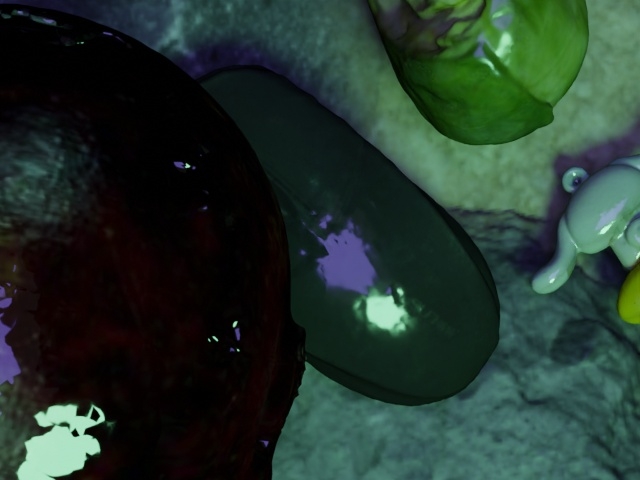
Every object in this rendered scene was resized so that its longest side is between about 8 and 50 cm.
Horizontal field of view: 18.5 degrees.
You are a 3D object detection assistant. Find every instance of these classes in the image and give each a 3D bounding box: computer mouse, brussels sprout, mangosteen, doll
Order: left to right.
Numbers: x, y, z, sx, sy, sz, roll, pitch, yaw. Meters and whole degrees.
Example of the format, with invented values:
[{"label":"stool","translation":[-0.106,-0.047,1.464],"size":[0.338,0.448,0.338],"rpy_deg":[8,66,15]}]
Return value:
[{"label":"mangosteen","translation":[-0.211,0.040,1.095],"size":[0.421,0.381,0.381],"rpy_deg":[28,86,24]},{"label":"computer mouse","translation":[0.000,0.000,1.241],"size":[0.269,0.086,0.137],"rpy_deg":[38,85,-1]},{"label":"brussels sprout","translation":[0.094,-0.144,1.227],"size":[0.131,0.145,0.183],"rpy_deg":[-36,47,19]},{"label":"doll","translation":[0.196,-0.002,1.267],"size":[0.135,0.071,0.113],"rpy_deg":[-24,82,0]}]
